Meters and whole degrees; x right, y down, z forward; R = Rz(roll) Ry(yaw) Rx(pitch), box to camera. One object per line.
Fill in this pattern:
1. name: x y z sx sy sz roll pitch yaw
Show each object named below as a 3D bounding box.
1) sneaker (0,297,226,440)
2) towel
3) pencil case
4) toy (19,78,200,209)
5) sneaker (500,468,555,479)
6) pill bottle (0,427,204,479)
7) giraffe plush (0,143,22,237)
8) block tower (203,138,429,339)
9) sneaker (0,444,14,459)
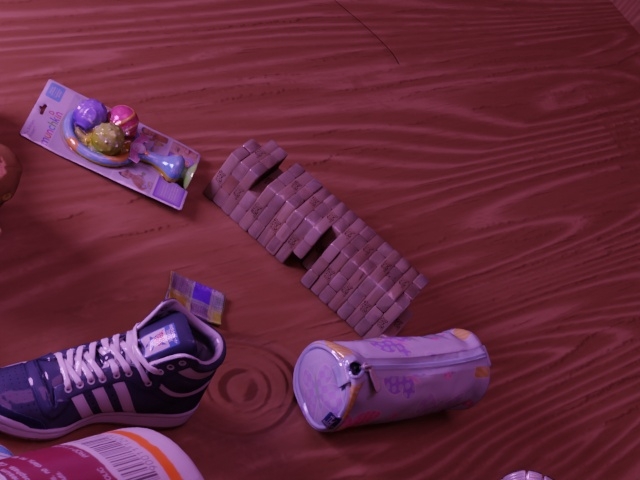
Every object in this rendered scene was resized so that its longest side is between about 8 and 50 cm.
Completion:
1. sneaker: -0.238 0.141 1.530 0.282 0.153 0.099 3 49 -37
2. towel: -0.162 0.075 1.775 0.083 0.009 0.060 27 38 -15
3. pencil case: 0.096 0.177 1.789 0.273 0.124 0.113 -1 52 -40
4. toy: -0.274 -0.145 1.871 0.237 0.056 0.137 29 37 -13
5. sneaker: 0.328 0.382 1.814 0.208 0.081 0.094 20 48 -13
6. pill bottle: -0.299 0.317 1.245 0.392 0.224 0.224 -9 58 -44
7. giraffe plush: -0.430 -0.076 1.609 0.210 0.181 0.170 13 -8 44
8. block tower: 0.000 0.000 1.915 0.335 0.097 0.091 43 39 4
9. sneaker: -0.410 0.251 1.351 0.237 0.085 0.086 -6 29 -38
